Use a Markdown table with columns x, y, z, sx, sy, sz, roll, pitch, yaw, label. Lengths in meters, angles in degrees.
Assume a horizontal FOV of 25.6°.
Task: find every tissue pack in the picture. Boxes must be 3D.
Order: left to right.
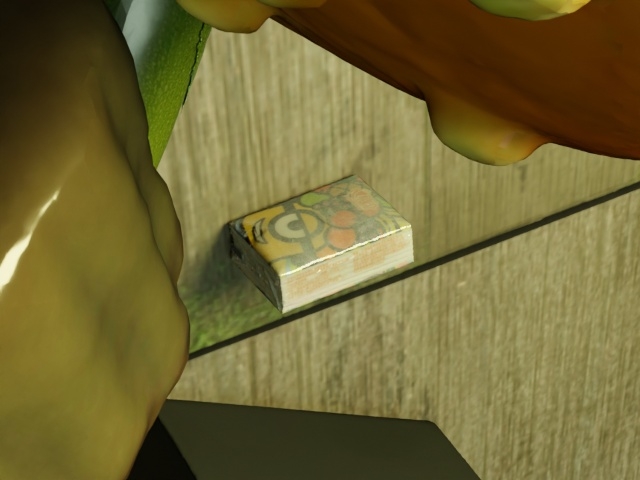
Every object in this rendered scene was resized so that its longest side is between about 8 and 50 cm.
| x | y | z | sx | sy | sz | roll | pitch | yaw | label |
| --- | --- | --- | --- | --- | --- | --- | --- | --- | --- |
| 0.000 | 0.000 | 0.762 | 0.083 | 0.063 | 0.035 | -23 | 128 | -21 | tissue pack |

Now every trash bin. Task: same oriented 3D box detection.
| x | y | z | sx | sy | sz | roll | pitch | yaw | label |
| --- | --- | --- | --- | --- | --- | --- | --- | --- | --- |
| -0.005 | 0.181 | 0.823 | 0.225 | 0.165 | 0.115 | 14 | 114 | -37 | trash bin |

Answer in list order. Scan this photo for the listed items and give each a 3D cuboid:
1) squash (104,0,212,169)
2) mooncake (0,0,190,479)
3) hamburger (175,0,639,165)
| x | y | z | sx | sy | sz | roll | pitch | yaw | label |
| --- | --- | --- | --- | --- | --- | --- | --- | --- | --- |
| -0.123 | -0.030 | 0.642 | 0.087 | 0.087 | 0.332 | 13 | 113 | -40 | squash |
| -0.191 | 0.003 | 0.480 | 0.290 | 0.290 | 0.161 | -30 | 144 | -12 | mooncake |
| 0.026 | -0.199 | 0.391 | 0.395 | 0.395 | 0.277 | 38 | 83 | -45 | hamburger |
